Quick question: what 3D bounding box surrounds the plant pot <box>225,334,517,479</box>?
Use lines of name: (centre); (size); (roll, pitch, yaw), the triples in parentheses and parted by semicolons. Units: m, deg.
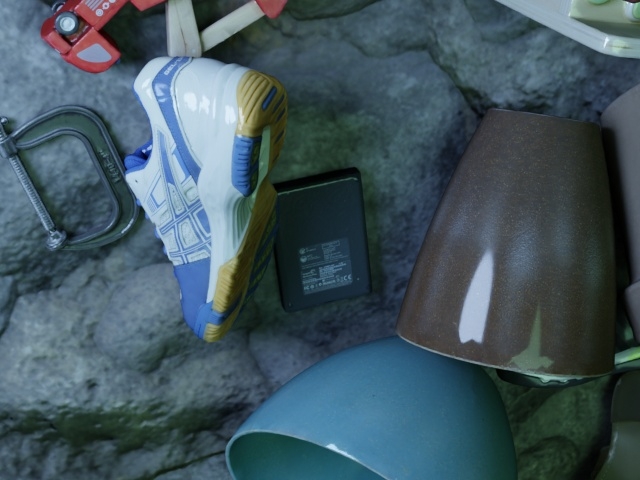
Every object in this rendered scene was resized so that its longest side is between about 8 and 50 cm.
plant pot: (0.080, 0.209, 1.088); (0.195, 0.290, 0.290); (-54, 125, -31)

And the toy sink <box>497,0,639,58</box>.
toy sink: (0.264, -0.245, 0.933); (0.153, 0.234, 0.131); (1, 114, -18)

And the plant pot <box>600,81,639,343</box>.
plant pot: (0.384, -0.051, 1.054); (0.263, 0.263, 0.229); (-21, 78, -8)

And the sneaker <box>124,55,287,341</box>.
sneaker: (-0.111, -0.039, 0.991); (0.131, 0.112, 0.296); (19, 128, 12)

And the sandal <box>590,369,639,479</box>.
sandal: (0.372, 0.267, 1.301); (0.088, 0.079, 0.240); (10, 96, 20)

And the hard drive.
hard drive: (0.000, 0.000, 1.082); (0.094, 0.022, 0.135); (-13, 118, -12)

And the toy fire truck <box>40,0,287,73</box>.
toy fire truck: (-0.128, -0.201, 0.933); (0.192, 0.047, 0.135); (-44, 121, 6)

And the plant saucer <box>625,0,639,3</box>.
plant saucer: (0.178, -0.308, 0.709); (0.258, 0.048, 0.259); (14, 110, -23)

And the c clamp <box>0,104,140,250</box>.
c clamp: (-0.243, -0.052, 0.983); (0.137, 0.022, 0.160); (-32, 118, -8)

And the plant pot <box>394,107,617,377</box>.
plant pot: (0.195, -0.007, 1.056); (0.215, 0.215, 0.230); (6, 97, -20)

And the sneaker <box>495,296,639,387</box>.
sneaker: (0.298, 0.100, 1.210); (0.235, 0.084, 0.097); (-10, 93, -14)
